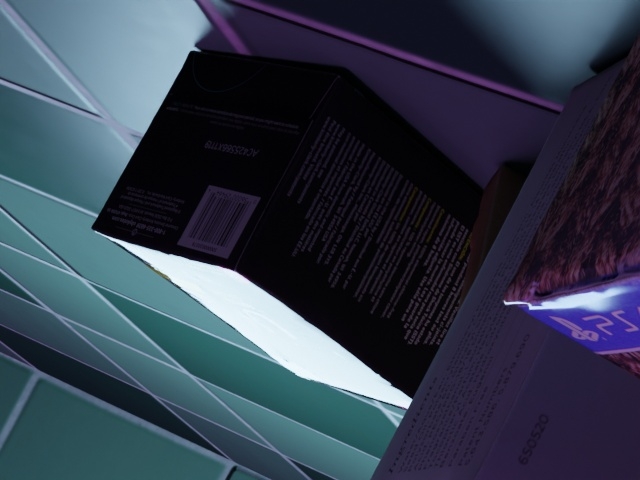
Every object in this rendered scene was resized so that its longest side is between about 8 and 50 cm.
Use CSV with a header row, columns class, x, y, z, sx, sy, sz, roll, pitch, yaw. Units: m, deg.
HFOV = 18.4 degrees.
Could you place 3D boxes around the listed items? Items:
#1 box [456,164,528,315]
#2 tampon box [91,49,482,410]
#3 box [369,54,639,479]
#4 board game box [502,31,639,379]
class,x,y,z,sx,sy,sz,roll,pitch,yaw
box,0.127,0.067,0.800,0.164,0.201,0.021,30,124,-8
tampon box,0.000,0.000,0.935,0.161,0.101,0.120,38,165,-37
box,0.141,0.052,0.666,0.181,0.182,0.119,30,165,-9
board game box,0.226,0.015,0.429,0.291,0.141,0.232,31,167,-9
